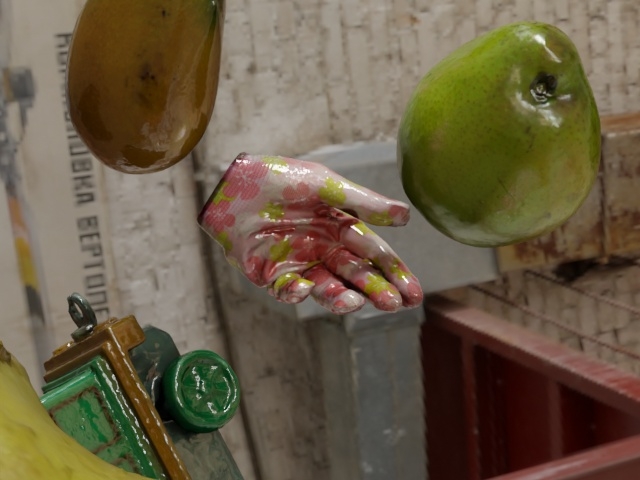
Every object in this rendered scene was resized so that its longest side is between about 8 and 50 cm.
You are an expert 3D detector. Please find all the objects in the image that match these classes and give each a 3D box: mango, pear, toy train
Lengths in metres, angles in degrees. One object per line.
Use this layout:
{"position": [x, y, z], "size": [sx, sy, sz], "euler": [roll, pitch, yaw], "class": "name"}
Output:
{"position": [-0.158, -0.169, 1.012], "size": [0.152, 0.120, 0.221], "euler": [23, -69, 31], "class": "mango"}
{"position": [0.165, -0.093, 0.995], "size": [0.219, 0.188, 0.187], "euler": [-52, -129, 52], "class": "pear"}
{"position": [-0.177, 0.258, 1.074], "size": [0.178, 0.249, 0.429], "euler": [-28, -91, 50], "class": "toy train"}

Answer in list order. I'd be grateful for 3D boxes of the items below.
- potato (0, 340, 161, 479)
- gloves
{"position": [-0.060, 0.201, 0.513], "size": [0.397, 0.296, 0.289], "euler": [50, -50, 29], "class": "potato"}
{"position": [-0.002, 0.003, 1.165], "size": [0.241, 0.145, 0.126], "euler": [33, -17, 1], "class": "gloves"}
